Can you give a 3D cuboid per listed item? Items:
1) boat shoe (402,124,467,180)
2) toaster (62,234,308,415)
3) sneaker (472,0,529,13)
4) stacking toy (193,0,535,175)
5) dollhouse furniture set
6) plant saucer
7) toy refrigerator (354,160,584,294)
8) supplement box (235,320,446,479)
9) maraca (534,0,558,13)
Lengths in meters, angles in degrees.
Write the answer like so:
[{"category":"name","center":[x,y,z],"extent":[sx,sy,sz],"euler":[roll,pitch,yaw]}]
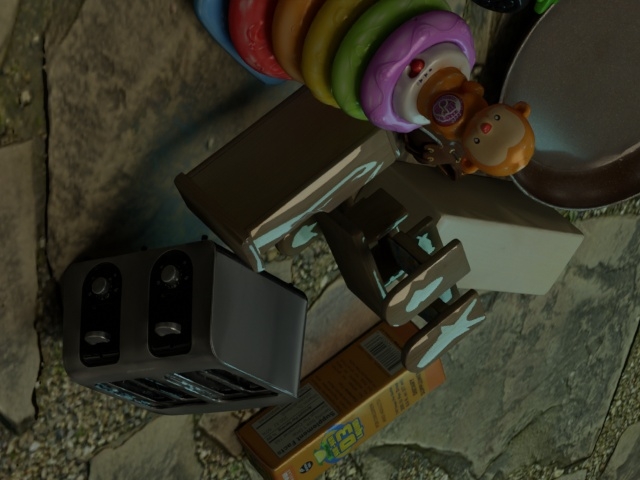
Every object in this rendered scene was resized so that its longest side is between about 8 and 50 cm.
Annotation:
[{"category":"boat shoe","center":[0.114,-0.101,1.512],"extent":[0.060,0.064,0.178],"euler":[-53,148,7]},{"category":"toaster","center":[-0.114,0.081,1.356],"extent":[0.185,0.168,0.110],"euler":[32,56,-52]},{"category":"sneaker","center":[0.147,-0.300,1.350],"extent":[0.097,0.084,0.235],"euler":[-61,152,-20]},{"category":"stacking toy","center":[0.055,-0.144,1.191],"extent":[0.175,0.302,0.166],"euler":[-45,146,2]},{"category":"dollhouse furniture set","center":[0.000,0.000,1.364],"extent":[0.161,0.212,0.242],"euler":[-38,139,-12]},{"category":"plant saucer","center":[0.310,-0.174,1.609],"extent":[0.310,0.050,0.311],"euler":[-15,131,-19]},{"category":"toy refrigerator","center":[0.153,-0.007,1.620],"extent":[0.269,0.102,0.094],"euler":[5,122,-50]},{"category":"supplement box","center":[0.024,0.183,1.705],"extent":[0.233,0.080,0.078],"euler":[-34,143,-12]},{"category":"maraca","center":[0.260,-0.289,1.433],"extent":[0.186,0.099,0.127],"euler":[-50,166,0]}]
